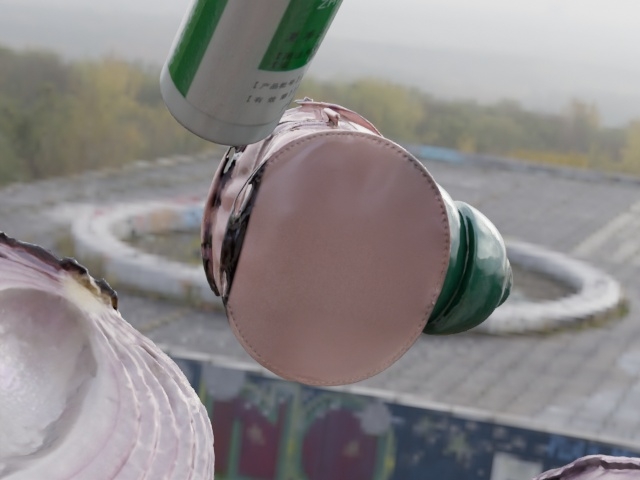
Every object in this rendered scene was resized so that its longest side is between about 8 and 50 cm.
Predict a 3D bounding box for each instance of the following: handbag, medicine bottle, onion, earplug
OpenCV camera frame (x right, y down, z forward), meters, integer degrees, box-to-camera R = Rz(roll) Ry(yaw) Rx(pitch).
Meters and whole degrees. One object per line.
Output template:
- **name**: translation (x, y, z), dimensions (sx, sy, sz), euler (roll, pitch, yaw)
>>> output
- **handbag**: translation (0.000, 0.000, 1.211), dimensions (0.179, 0.205, 0.116), euler (15, 6, -9)
- **medicine bottle**: translation (-0.027, -0.174, 1.017), dimensions (0.095, 0.260, 0.095), euler (13, 50, -15)
- **onion**: translation (-0.189, 0.123, 0.786), dimensions (0.227, 0.120, 0.283), euler (39, 33, -2)
- **earplug**: translation (0.081, 0.023, 1.474), dimensions (0.280, 0.164, 0.257), euler (13, 12, -30)

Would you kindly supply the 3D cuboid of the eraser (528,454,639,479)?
- **eraser**: translation (0.083, 0.196, 0.567), dimensions (0.272, 0.122, 0.359), euler (-37, 3, -12)
